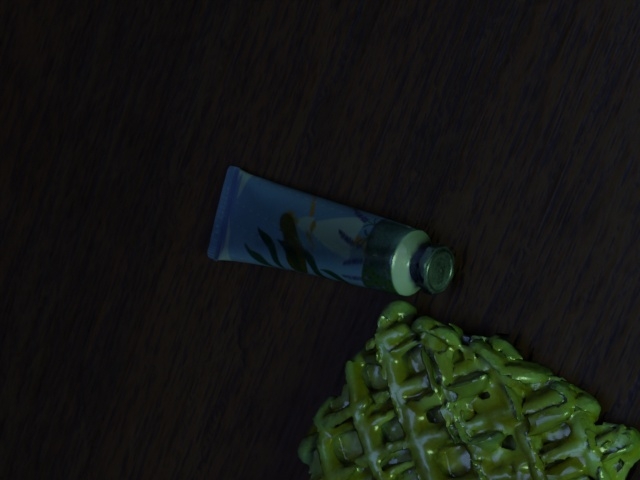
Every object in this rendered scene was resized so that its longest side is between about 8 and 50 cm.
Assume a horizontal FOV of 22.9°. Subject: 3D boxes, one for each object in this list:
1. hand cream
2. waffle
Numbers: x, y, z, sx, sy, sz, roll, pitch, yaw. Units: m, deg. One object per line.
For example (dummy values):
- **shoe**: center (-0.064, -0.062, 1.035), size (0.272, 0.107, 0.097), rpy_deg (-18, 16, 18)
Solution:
- **hand cream**: center (0.000, 0.000, 1.408), size (0.271, 0.058, 0.091), rpy_deg (16, 95, 40)
- **waffle**: center (0.110, 0.221, 1.311), size (0.317, 0.073, 0.297), rpy_deg (29, 105, 33)
